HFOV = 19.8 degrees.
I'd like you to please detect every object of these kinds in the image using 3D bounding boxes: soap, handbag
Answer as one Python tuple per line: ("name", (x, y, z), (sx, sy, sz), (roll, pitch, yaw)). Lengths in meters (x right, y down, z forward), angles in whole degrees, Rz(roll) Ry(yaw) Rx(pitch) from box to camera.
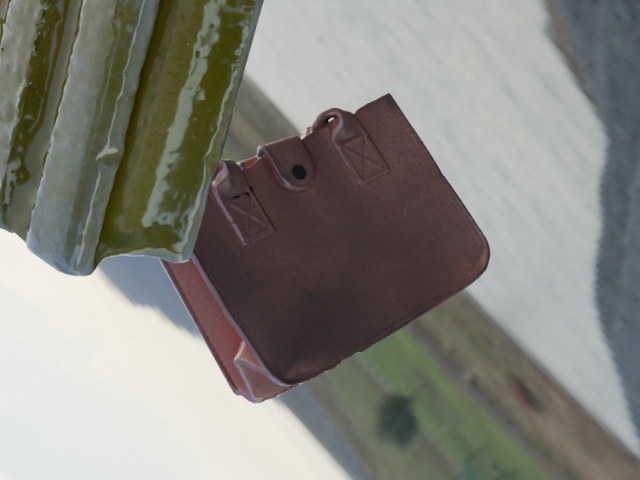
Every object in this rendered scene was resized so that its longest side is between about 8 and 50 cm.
("soap", (-0.095, -0.141, 0.756), (0.089, 0.274, 0.173), (-10, -144, -45))
("handbag", (0.000, 0.000, 1.235), (0.157, 0.212, 0.059), (60, 144, 2))
